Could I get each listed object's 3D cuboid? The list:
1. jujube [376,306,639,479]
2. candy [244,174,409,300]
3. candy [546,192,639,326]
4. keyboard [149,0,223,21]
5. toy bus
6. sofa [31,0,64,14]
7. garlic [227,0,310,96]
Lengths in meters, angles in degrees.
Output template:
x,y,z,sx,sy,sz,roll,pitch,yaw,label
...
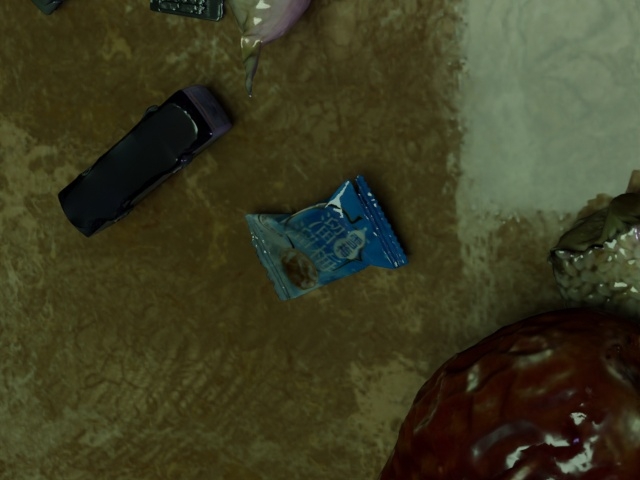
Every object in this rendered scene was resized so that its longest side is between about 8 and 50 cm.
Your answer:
x,y,z,sx,sy,sz,roll,pitch,yaw,label
0.151,0.166,1.097,0.197,0.197,0.290,46,135,3,jujube
0.000,-0.001,1.235,0.136,0.038,0.088,-17,113,33,candy
0.228,0.024,1.122,0.095,0.085,0.110,-19,103,37,candy
-0.110,-0.280,1.198,0.074,0.015,0.196,10,110,19,keyboard
-0.151,-0.069,1.252,0.172,0.072,0.057,-36,90,29,toy bus
-0.263,-0.268,1.240,0.147,0.060,0.085,49,118,1,sofa
-0.044,-0.221,1.126,0.091,0.128,0.198,9,108,3,garlic
